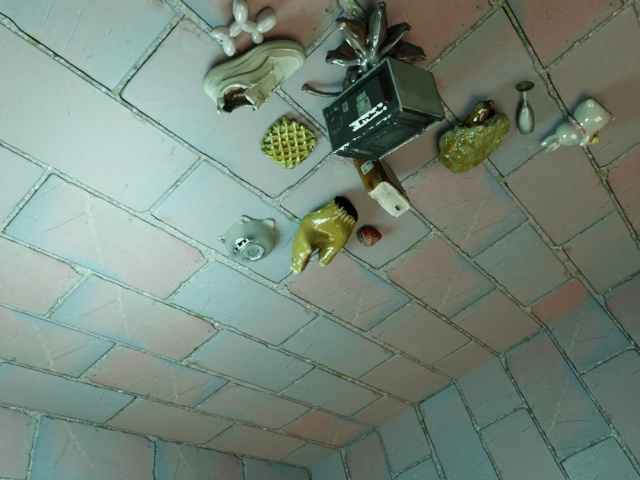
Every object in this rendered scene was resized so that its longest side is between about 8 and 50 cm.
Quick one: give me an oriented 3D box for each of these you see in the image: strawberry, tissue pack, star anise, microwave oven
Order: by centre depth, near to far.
[{"bbox_3d":[0.128,-0.556,1.438,0.359,0.139,0.316,3,139,-2],"label":"star anise"},{"bbox_3d":[0.186,-0.374,1.481,0.237,0.181,0.295,-1,163,-41],"label":"microwave oven"},{"bbox_3d":[0.215,-0.209,1.725,0.092,0.226,0.183,-39,132,23],"label":"tissue pack"},{"bbox_3d":[0.205,-0.014,2.021,0.096,0.083,0.083,-1,134,-19],"label":"strawberry"}]

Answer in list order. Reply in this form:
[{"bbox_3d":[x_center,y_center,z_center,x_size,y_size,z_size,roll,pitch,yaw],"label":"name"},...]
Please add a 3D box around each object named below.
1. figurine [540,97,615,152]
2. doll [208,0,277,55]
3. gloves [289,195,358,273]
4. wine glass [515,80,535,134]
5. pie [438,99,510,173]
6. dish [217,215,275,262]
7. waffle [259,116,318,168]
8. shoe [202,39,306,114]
[{"bbox_3d":[0.968,-0.412,1.851,0.155,0.127,0.235,10,135,-38],"label":"figurine"},{"bbox_3d":[-0.217,-0.578,1.338,0.161,0.059,0.160,3,142,-40],"label":"doll"},{"bbox_3d":[-0.002,-0.014,1.898,0.203,0.155,0.356,28,104,-45],"label":"gloves"},{"bbox_3d":[0.737,-0.471,1.755,0.066,0.066,0.198,-23,135,6],"label":"wine glass"},{"bbox_3d":[0.561,-0.362,1.778,0.257,0.106,0.274,21,125,-44],"label":"pie"},{"bbox_3d":[-0.278,0.020,1.892,0.227,0.086,0.236,10,129,-26],"label":"dish"},{"bbox_3d":[-0.107,-0.325,1.645,0.169,0.036,0.183,-43,132,20],"label":"waffle"},{"bbox_3d":[-0.179,-0.447,1.400,0.316,0.159,0.124,-19,154,8],"label":"shoe"}]
